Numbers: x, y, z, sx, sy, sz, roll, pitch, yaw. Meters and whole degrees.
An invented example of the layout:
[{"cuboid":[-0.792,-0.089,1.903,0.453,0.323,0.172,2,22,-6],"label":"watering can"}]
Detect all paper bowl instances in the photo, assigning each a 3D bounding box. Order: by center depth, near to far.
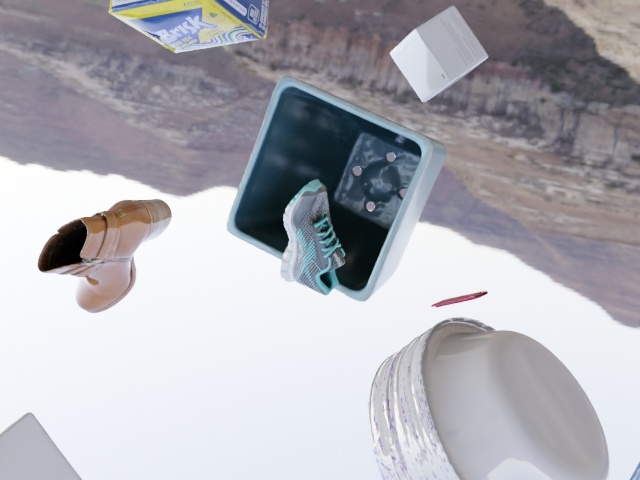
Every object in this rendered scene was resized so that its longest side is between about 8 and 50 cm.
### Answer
[{"cuboid":[0.201,0.214,0.891,0.284,0.148,0.284,32,-145,-26],"label":"paper bowl"}]

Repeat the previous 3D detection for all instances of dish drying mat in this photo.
[{"cuboid":[0.195,0.083,1.148,0.032,0.008,0.083,-18,179,-41],"label":"dish drying mat"}]

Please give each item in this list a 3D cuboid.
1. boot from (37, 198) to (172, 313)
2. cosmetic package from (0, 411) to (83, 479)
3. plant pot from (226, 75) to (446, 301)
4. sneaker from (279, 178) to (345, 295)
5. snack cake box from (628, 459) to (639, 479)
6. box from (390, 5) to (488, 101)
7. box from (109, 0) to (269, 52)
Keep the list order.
[{"cuboid":[-0.393,0.042,1.394,0.109,0.283,0.220,52,-154,8],"label":"boot"},{"cuboid":[-0.407,0.370,1.073,0.224,0.224,0.138,-28,-172,45],"label":"cosmetic package"},{"cuboid":[0.054,-0.085,1.245,0.247,0.247,0.252,27,-164,19],"label":"plant pot"},{"cuboid":[0.000,0.000,0.965,0.076,0.166,0.065,32,-127,23],"label":"sneaker"},{"cuboid":[0.379,0.146,0.669,0.089,0.264,0.152,38,166,-6],"label":"snack cake box"},{"cuboid":[0.186,-0.293,1.290,0.087,0.102,0.101,-37,-176,-22],"label":"box"},{"cuboid":[-0.058,-0.183,0.401,0.059,0.168,0.054,-2,170,27],"label":"box"}]
